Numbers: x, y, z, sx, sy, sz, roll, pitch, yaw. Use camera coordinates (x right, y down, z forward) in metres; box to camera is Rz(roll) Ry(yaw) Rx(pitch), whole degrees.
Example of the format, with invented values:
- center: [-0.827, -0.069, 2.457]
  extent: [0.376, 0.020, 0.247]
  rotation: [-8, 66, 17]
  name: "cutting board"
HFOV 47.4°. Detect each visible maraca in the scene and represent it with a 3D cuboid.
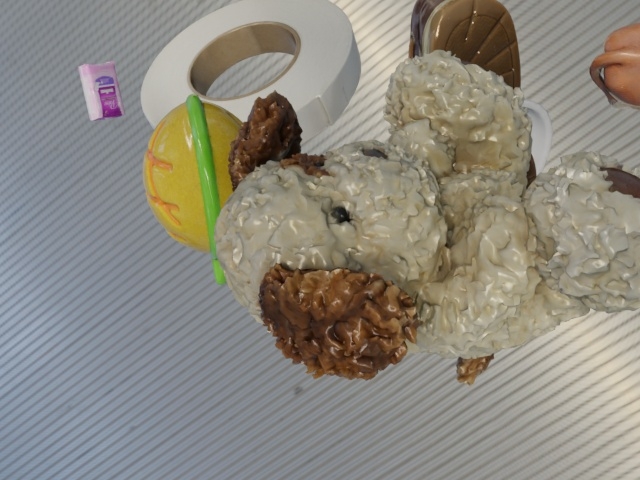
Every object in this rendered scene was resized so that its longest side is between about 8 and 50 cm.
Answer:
- center: [-0.095, -0.040, 0.615]
  extent: [0.099, 0.185, 0.127]
  rotation: [-7, 59, -8]
  name: "maraca"

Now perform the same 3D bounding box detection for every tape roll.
- center: [-0.122, -0.288, 1.270]
  extent: [0.393, 0.072, 0.391]
  rotation: [-11, 49, 13]
  name: "tape roll"

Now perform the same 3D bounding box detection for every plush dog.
- center: [0.044, 0.003, 0.462]
  extent: [0.262, 0.226, 0.210]
  rotation: [-118, 38, -52]
  name: "plush dog"

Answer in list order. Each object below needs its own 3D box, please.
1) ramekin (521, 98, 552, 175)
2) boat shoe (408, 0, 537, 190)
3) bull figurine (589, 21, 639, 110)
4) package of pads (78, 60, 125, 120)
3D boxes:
- center: [0.245, -0.141, 1.243]
  extent: [0.277, 0.277, 0.135]
  rotation: [-51, 51, 9]
  name: "ramekin"
- center: [0.148, -0.103, 0.799]
  extent: [0.123, 0.123, 0.341]
  rotation: [-21, 123, -11]
  name: "boat shoe"
- center: [0.420, -0.162, 0.691]
  extent: [0.311, 0.188, 0.101]
  rotation: [8, 92, 18]
  name: "bull figurine"
- center: [-0.324, -0.221, 1.080]
  extent: [0.032, 0.050, 0.083]
  rotation: [3, 107, 46]
  name: "package of pads"
